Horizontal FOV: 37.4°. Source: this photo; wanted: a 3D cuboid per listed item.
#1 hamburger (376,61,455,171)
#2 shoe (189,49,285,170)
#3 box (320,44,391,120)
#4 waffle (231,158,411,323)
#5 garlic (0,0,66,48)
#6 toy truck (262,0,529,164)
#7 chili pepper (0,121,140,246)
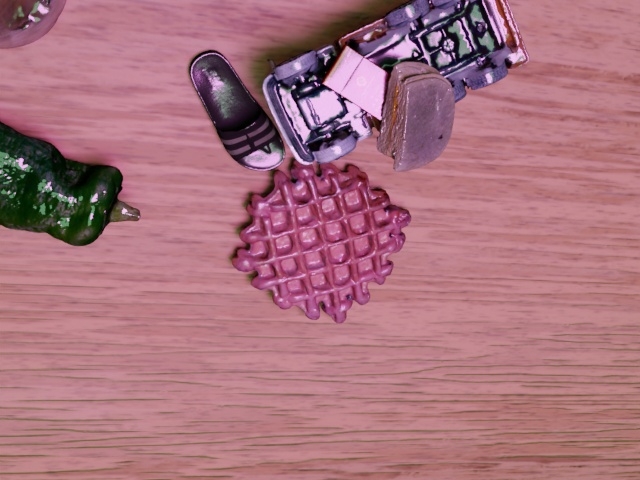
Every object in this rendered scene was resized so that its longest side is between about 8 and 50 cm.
[{"bbox_3d":[0.115,-0.142,1.069,0.084,0.054,0.121,-9,115,-28],"label":"hamburger"},{"bbox_3d":[-0.104,-0.155,1.198,0.071,0.049,0.179,-32,116,-1],"label":"shoe"},{"bbox_3d":[0.048,-0.179,1.075,0.082,0.023,0.051,31,98,-12],"label":"box"},{"bbox_3d":[0.000,0.000,1.286,0.234,0.055,0.221,31,100,-23],"label":"waffle"},{"bbox_3d":[-0.342,-0.265,1.084,0.084,0.066,0.152,34,96,3],"label":"garlic"},{"bbox_3d":[0.081,-0.216,1.166,0.305,0.162,0.136,-26,106,1],"label":"toy truck"},{"bbox_3d":[-0.347,-0.071,1.136,0.270,0.099,0.136,20,96,-17],"label":"chili pepper"}]
